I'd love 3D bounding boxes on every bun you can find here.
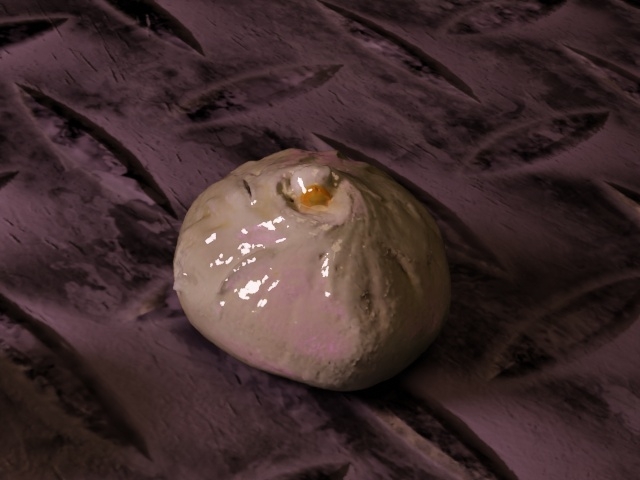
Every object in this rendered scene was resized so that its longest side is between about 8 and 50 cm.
[{"bbox_3d":[0.000,0.000,1.324,0.283,0.179,0.283,10,32,-7],"label":"bun"}]
